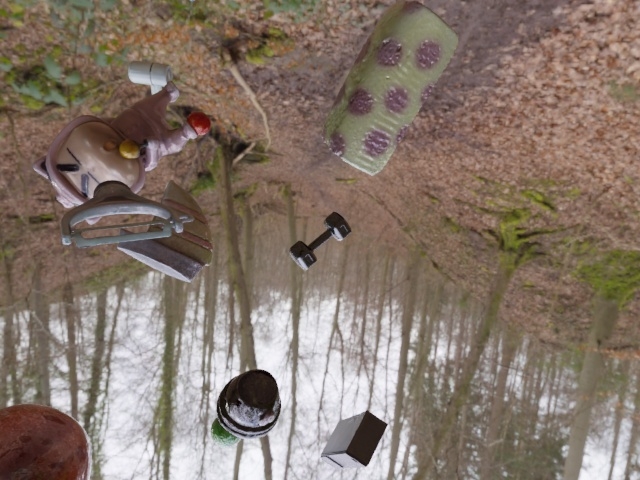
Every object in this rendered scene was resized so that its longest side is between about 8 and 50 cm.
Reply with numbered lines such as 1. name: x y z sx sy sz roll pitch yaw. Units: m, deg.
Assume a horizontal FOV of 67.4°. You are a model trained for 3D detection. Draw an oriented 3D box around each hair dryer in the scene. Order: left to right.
1. hair dryer: -0.366 -0.321 1.051 0.082 0.137 0.047 6 -140 1

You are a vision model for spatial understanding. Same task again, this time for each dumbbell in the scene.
1. dumbbell: 0.000 0.000 0.613 0.036 0.083 0.040 50 169 2

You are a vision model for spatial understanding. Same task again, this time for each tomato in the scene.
1. tomato: -0.582 0.453 0.916 0.270 0.270 0.227 0 165 -34

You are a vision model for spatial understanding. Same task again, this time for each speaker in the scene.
1. speaker: 0.054 0.364 0.863 0.044 0.082 0.218 32 153 5

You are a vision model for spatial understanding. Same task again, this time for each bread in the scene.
1. bread: 0.137 -0.331 1.039 0.155 0.338 0.187 25 -161 -21

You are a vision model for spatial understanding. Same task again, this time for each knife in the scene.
1. knife: -0.237 -0.045 0.575 0.123 0.053 0.278 -3 -167 -26

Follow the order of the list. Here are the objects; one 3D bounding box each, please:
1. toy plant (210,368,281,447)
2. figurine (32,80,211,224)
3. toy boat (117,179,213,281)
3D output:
1. toy plant: -0.194 0.462 1.312 0.218 0.235 0.175 -18 -127 -42
2. figurine: -0.340 -0.169 0.821 0.287 0.176 0.186 -35 -173 -14
3. toy boat: -0.452 -0.012 1.513 0.276 0.293 0.111 44 151 -14
